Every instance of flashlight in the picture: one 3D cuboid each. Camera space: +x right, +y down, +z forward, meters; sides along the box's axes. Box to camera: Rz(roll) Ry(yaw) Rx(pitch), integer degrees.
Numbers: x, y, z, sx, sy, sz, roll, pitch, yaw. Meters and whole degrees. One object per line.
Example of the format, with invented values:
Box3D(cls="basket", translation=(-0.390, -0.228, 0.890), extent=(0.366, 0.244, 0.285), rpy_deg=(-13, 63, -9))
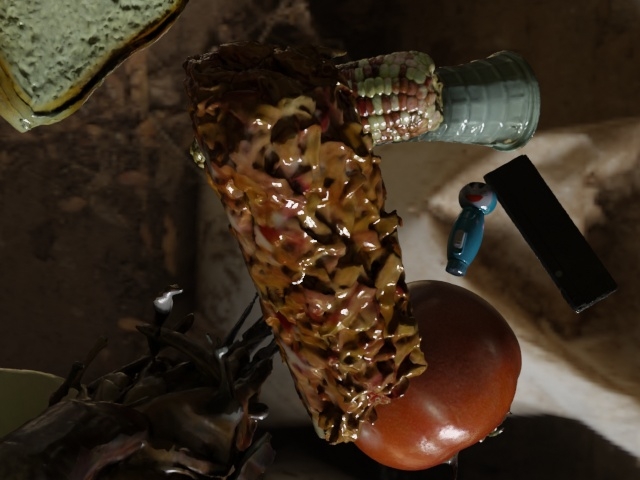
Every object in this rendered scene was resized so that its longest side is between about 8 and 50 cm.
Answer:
Box3D(cls="flashlight", translation=(0.189, -0.015, 1.612), extent=(0.051, 0.051, 0.129), rpy_deg=(34, 66, -42))

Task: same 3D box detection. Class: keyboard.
Box3D(cls="keyboard", translation=(0.308, -0.010, 1.711), extent=(0.072, 0.231, 0.023), rpy_deg=(-28, 160, -9))

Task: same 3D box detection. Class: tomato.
Box3D(cls="tomato", translation=(0.135, 0.175, 1.665), extent=(0.224, 0.256, 0.256), rpy_deg=(45, 60, -13))

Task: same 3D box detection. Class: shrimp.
Box3D(cls="shrimp", translation=(-0.103, 0.111, 0.811), extent=(0.145, 0.116, 0.343), rpy_deg=(60, 40, -11))

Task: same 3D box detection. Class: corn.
Box3D(cls="corn", translation=(-0.007, -0.121, 1.218), extent=(0.086, 0.253, 0.086), rpy_deg=(-11, 90, -80))

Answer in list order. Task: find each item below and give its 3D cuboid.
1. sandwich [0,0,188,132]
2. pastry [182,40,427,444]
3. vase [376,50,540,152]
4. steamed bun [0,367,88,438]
Box3D(cls="sandwich", translation=(-0.323, -0.306, 1.509), extent=(0.301, 0.099, 0.271), rpy_deg=(-47, 115, -32))
Box3D(cls="pastry", translation=(0.001, 0.001, 0.475), extent=(0.063, 0.087, 0.169), rpy_deg=(-24, 125, -7))
Box3D(cls="vase", translation=(0.136, -0.178, 1.698), extent=(0.298, 0.143, 0.143), rpy_deg=(-7, 99, -32))
Box3D(cls="steamed bun", translation=(-0.371, 0.355, 1.629), extent=(0.456, 0.290, 0.371), rpy_deg=(33, 37, -53))
